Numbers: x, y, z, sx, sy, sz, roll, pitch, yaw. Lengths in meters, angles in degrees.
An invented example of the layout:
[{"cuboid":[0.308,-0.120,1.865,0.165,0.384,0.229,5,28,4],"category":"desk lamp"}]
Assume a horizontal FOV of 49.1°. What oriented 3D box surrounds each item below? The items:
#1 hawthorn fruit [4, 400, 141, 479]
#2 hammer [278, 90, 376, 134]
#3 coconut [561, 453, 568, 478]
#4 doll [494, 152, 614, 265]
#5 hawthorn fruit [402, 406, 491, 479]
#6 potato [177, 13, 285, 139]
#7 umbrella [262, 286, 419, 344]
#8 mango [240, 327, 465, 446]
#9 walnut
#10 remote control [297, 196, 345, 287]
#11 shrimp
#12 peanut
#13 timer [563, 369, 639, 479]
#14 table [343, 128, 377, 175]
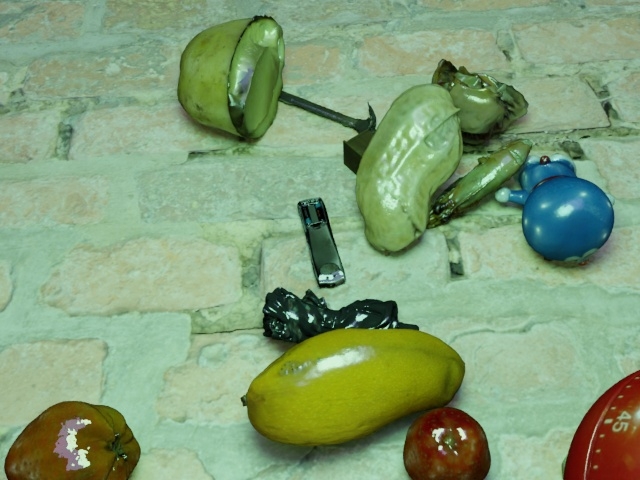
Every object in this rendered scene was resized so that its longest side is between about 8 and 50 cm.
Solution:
[{"cuboid":[-0.367,0.322,1.037,0.189,0.189,0.189,-1,52,1],"category":"hawthorn fruit"},{"cuboid":[-0.011,-0.301,1.595,0.297,0.027,0.125,22,57,18],"category":"hammer"},{"cuboid":[0.401,0.353,1.045,0.083,0.081,0.082,28,17,17],"category":"coconut"},{"cuboid":[0.449,-0.065,1.333,0.215,0.161,0.257,-10,35,11],"category":"doll"},{"cuboid":[0.186,0.310,1.046,0.132,0.138,0.133,1,55,-1],"category":"hawthorn fruit"},{"cuboid":[-0.209,-0.359,1.538,0.242,0.242,0.286,8,78,8],"category":"potato"},{"cuboid":[0.033,0.149,1.202,0.272,0.110,0.122,9,53,3],"category":"umbrella"},{"cuboid":[0.056,0.220,1.092,0.359,0.187,0.144,-15,31,-10],"category":"mango"},{"cuboid":[0.316,-0.291,1.498,0.204,0.141,0.238,37,27,22],"category":"walnut"},{"cuboid":[0.000,0.000,1.359,0.059,0.028,0.212,-11,53,-8],"category":"remote control"},{"cuboid":[0.305,-0.115,1.394,0.267,0.145,0.061,-44,103,-3],"category":"shrimp"},{"cuboid":[0.167,-0.146,1.359,0.174,0.158,0.340,32,85,-7],"category":"peanut"},{"cuboid":[0.493,0.340,0.887,0.377,0.279,0.378,5,75,-20],"category":"timer"},{"cuboid":[0.105,-0.180,1.469,0.082,0.070,0.083,-33,57,-21],"category":"table"}]
